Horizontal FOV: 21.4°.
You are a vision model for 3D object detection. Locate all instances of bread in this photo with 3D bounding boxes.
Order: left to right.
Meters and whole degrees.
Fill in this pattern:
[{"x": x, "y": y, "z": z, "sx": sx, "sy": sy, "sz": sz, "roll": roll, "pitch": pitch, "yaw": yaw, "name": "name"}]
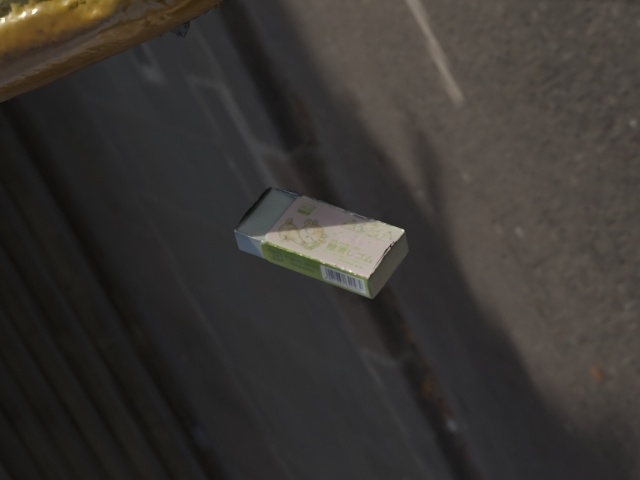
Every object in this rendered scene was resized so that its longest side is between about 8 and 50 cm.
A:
[{"x": -0.117, "y": -0.161, "z": 0.869, "sx": 0.160, "sy": 0.169, "sz": 0.140, "roll": -68, "pitch": -41, "yaw": -71, "name": "bread"}]

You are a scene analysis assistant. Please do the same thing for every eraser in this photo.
[{"x": 0.000, "y": 0.000, "z": 0.860, "sx": 0.083, "sy": 0.038, "sz": 0.019, "roll": 19, "pitch": 146, "yaw": 29, "name": "eraser"}]
